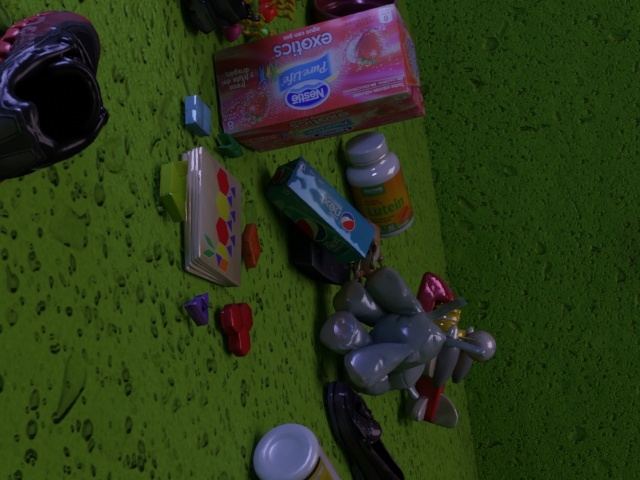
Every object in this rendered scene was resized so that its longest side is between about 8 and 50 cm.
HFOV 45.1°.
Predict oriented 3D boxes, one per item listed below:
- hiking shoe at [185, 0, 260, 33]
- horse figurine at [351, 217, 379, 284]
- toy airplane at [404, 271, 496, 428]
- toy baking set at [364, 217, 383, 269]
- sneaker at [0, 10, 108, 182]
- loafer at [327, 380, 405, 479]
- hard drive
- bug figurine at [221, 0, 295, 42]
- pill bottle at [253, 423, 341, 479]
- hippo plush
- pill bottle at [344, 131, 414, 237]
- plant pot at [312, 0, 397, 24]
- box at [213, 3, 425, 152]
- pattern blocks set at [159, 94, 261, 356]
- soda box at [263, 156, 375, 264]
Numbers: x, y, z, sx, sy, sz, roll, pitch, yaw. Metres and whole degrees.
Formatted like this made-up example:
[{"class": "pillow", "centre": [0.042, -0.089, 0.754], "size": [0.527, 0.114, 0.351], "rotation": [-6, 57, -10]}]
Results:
[{"class": "hiking shoe", "centre": [-0.148, -0.426, 1.142], "size": [0.086, 0.114, 0.226], "rotation": [-51, 133, -81]}, {"class": "horse figurine", "centre": [0.095, 0.038, 1.680], "size": [0.263, 0.066, 0.174], "rotation": [86, 7, -49]}, {"class": "toy airplane", "centre": [0.348, 0.325, 2.123], "size": [0.386, 0.273, 0.384], "rotation": [-75, 152, -53]}, {"class": "toy baking set", "centre": [0.121, 0.040, 1.868], "size": [0.256, 0.030, 0.196], "rotation": [-107, -171, -73]}, {"class": "sneaker", "centre": [-0.239, -0.136, 0.683], "size": [0.276, 0.135, 0.097], "rotation": [-77, 151, -54]}, {"class": "loafer", "centre": [0.096, 0.396, 1.568], "size": [0.109, 0.095, 0.302], "rotation": [-75, 151, -53]}, {"class": "hard drive", "centre": [0.000, 0.000, 1.526], "size": [0.255, 0.054, 0.171], "rotation": [33, 51, -68]}, {"class": "bug figurine", "centre": [-0.119, -0.413, 1.314], "size": [0.279, 0.072, 0.216], "rotation": [39, 53, -72]}, {"class": "pill bottle", "centre": [-0.025, 0.368, 1.177], "size": [0.103, 0.103, 0.184], "rotation": [-82, 156, -44]}, {"class": "hippo plush", "centre": [0.142, 0.200, 1.586], "size": [0.236, 0.294, 0.234], "rotation": [90, -15, -63]}, {"class": "pill bottle", "centre": [0.140, -0.139, 1.911], "size": [0.136, 0.136, 0.245], "rotation": [-76, 152, -52]}, {"class": "plant pot", "centre": [0.084, -0.493, 1.843], "size": [0.201, 0.201, 0.180], "rotation": [-79, 169, -48]}, {"class": "box", "centre": [0.001, -0.249, 1.230], "size": [0.154, 0.300, 0.142], "rotation": [17, 64, -73]}, {"class": "pattern blocks set", "centre": [-0.152, -0.025, 1.092], "size": [0.285, 0.026, 0.324], "rotation": [56, 30, -55]}, {"class": "soda box", "centre": [0.002, -0.050, 1.379], "size": [0.210, 0.067, 0.071], "rotation": [42, 52, -26]}]
